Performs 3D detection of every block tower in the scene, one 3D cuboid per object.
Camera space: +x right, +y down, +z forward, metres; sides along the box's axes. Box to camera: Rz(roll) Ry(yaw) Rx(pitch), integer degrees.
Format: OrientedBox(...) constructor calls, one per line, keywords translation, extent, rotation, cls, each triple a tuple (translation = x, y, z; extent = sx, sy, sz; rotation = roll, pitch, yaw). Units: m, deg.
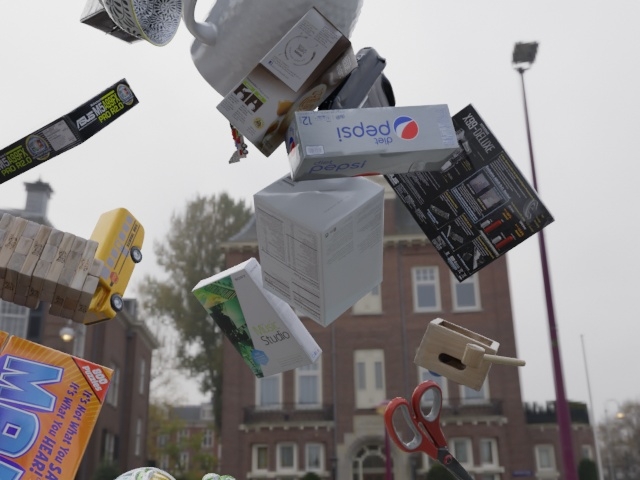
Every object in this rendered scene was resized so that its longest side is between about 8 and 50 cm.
OrientedBox(translation=(-0.477, 0.013, 1.059), extent=(0.336, 0.091, 0.097), rotation=(20, -42, -14), cls="block tower")

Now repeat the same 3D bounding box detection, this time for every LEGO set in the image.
OrientedBox(translation=(-0.204, -0.304, 1.771), extent=(0.060, 0.244, 0.182), rotation=(-9, -43, 1), cls="LEGO set")

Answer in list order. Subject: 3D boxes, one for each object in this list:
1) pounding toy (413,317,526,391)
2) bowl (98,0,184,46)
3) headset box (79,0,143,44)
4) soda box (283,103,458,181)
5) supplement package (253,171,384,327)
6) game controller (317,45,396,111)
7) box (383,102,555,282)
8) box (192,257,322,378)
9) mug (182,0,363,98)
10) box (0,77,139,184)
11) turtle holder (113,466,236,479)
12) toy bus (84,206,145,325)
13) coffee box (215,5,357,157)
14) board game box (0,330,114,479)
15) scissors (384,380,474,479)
OrientedBox(translation=(0.265, 0.222, 1.364), extent=(0.181, 0.094, 0.206), rotation=(22, 4, 15), cls="pounding toy")
OrientedBox(translation=(-0.254, -0.350, 1.030), extent=(0.080, 0.170, 0.170), rotation=(5, -20, 12), cls="bowl")
OrientedBox(translation=(-0.390, -0.565, 1.629), extent=(0.131, 0.283, 0.246), rotation=(20, -2, -31), cls="headset box")
OrientedBox(translation=(0.088, -0.171, 1.331), extent=(0.286, 0.091, 0.098), rotation=(-6, -19, -18), cls="soda box")
OrientedBox(translation=(0.000, 0.000, 1.635), extent=(0.198, 0.199, 0.262), rotation=(29, -41, 33), cls="supplement package")
OrientedBox(translation=(0.080, -0.273, 1.577), extent=(0.067, 0.319, 0.166), rotation=(2, -52, 26), cls="game controller")
OrientedBox(translation=(0.313, -0.102, 1.636), extent=(0.242, 0.307, 0.076), rotation=(-37, -2, 18), cls="box")
OrientedBox(translation=(-0.173, 0.216, 2.045), extent=(0.232, 0.058, 0.322), rotation=(-24, -74, 41), cls="box")
OrientedBox(translation=(-0.103, -0.455, 1.510), extent=(0.374, 0.276, 0.328), rotation=(5, -43, -43), cls="mug")
OrientedBox(translation=(-0.509, -0.204, 1.463), extent=(0.270, 0.216, 0.060), rotation=(-19, -68, 28), cls="box")
OrientedBox(translation=(-0.313, 0.508, 1.329), extent=(0.243, 0.227, 0.320), rotation=(28, -60, -15), cls="turtle holder")
OrientedBox(translation=(-0.593, 0.071, 2.116), extent=(0.108, 0.332, 0.130), rotation=(-15, -49, 24), cls="toy bus")
OrientedBox(translation=(-0.056, -0.280, 1.375), extent=(0.246, 0.098, 0.141), rotation=(-46, -8, 2), cls="coffee box")
OrientedBox(translation=(-0.576, 0.376, 1.161), extent=(0.356, 0.356, 0.356), rotation=(21, -61, -11), cls="board game box")
OrientedBox(translation=(0.183, 0.342, 1.207), extent=(0.021, 0.109, 0.297), rotation=(21, -37, 53), cls="scissors")
